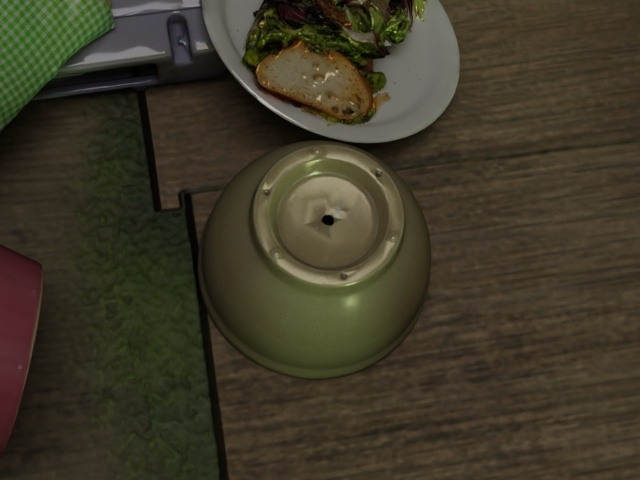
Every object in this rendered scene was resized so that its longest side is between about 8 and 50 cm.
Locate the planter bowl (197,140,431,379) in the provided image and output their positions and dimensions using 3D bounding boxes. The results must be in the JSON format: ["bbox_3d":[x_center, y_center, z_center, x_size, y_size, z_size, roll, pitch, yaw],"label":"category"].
[{"bbox_3d":[0.000,0.000,0.898,0.162,0.109,0.162,2,70,-5],"label":"planter bowl"}]

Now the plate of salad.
[{"bbox_3d":[0.013,-0.158,0.963,0.200,0.048,0.200,11,57,-18],"label":"plate of salad"}]

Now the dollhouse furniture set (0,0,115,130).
[{"bbox_3d":[-0.303,-0.193,0.850,0.301,0.151,0.197,36,70,6],"label":"dollhouse furniture set"}]

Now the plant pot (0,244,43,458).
[{"bbox_3d":[-0.270,0.056,0.818,0.180,0.201,0.201,14,69,-16],"label":"plant pot"}]

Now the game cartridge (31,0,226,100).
[{"bbox_3d":[-0.259,-0.202,0.972,0.355,0.068,0.230,-8,68,-8],"label":"game cartridge"}]
